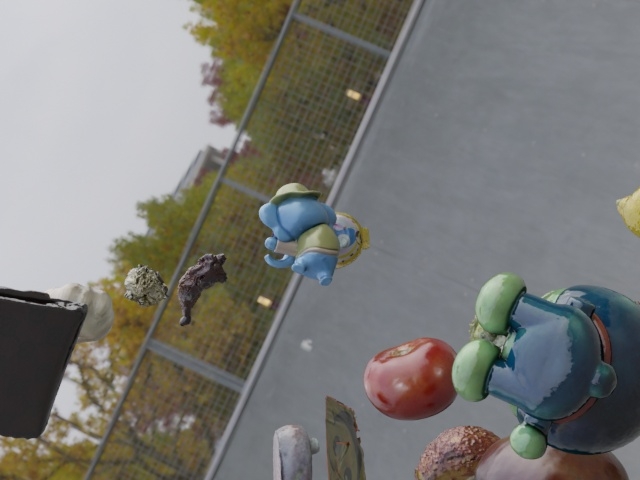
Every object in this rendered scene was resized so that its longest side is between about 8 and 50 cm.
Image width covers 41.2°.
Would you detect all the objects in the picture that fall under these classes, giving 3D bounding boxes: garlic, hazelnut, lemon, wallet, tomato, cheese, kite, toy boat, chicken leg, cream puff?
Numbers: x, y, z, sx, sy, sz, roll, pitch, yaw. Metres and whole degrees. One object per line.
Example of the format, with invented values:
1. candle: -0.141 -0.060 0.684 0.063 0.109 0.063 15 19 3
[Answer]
1. garlic: -0.627 0.227 2.163 0.199 0.199 0.226 109 171 -47
2. hazelnut: 0.342 0.375 1.291 0.217 0.217 0.251 -64 13 -13
3. lemon: 0.846 -0.075 2.068 0.187 0.244 0.187 -1 -90 -64
4. wallet: -0.451 0.175 1.212 0.049 0.182 0.229 48 120 57
5. tomato: 0.182 0.272 1.662 0.195 0.195 0.136 -46 -63 -75
6. cheese: 0.000 0.000 2.166 0.064 0.250 0.157 80 -172 -69
7. kite: 0.066 0.589 2.287 0.327 0.013 0.378 -52 -52 -66
8. toy boat: -0.043 0.462 1.645 0.155 0.085 0.228 -123 32 -73
9. chicken leg: -0.287 0.110 1.990 0.219 0.089 0.048 -50 19 18
10. cream puff: 0.336 0.526 1.980 0.164 0.240 0.240 -104 26 -46

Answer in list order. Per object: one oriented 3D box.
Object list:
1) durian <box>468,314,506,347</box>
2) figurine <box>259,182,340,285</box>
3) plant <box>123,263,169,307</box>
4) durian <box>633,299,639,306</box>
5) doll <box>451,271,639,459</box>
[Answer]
1. durian: 0.470 0.216 2.146 0.208 0.146 0.102 -29 4 31
2. figurine: -0.048 -0.017 1.991 0.154 0.180 0.262 83 -178 -54
3. plant: -0.394 0.088 1.948 0.116 0.104 0.122 -58 29 38
4. durian: 0.809 0.228 2.142 0.167 0.196 0.196 -109 33 -50
5. doll: 0.288 0.148 0.976 0.322 0.186 0.199 10 -80 -55
